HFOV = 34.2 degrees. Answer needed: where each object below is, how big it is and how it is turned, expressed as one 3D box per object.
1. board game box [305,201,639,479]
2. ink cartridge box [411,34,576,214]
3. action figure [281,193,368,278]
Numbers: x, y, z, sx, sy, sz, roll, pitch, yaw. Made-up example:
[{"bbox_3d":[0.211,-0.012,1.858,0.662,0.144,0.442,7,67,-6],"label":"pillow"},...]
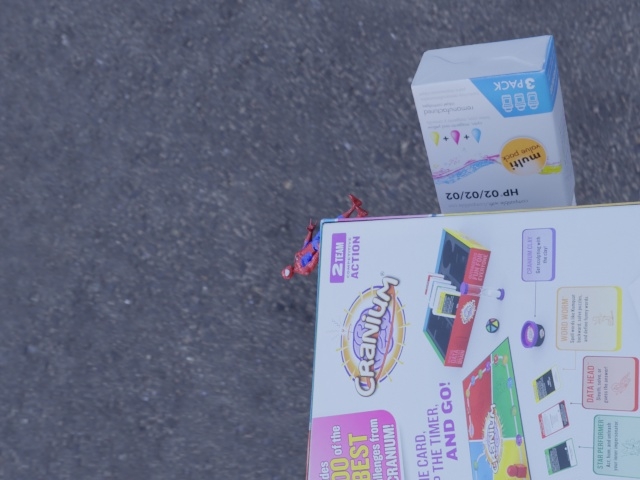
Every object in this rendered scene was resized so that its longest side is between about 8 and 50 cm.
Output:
[{"bbox_3d":[0.137,0.098,0.737,0.317,0.064,0.242,-2,81,36],"label":"board game box"},{"bbox_3d":[0.147,-0.067,0.845,0.104,0.181,0.061,-4,37,21],"label":"ink cartridge box"},{"bbox_3d":[0.000,0.000,1.107,0.115,0.030,0.038,-47,39,15],"label":"action figure"}]
